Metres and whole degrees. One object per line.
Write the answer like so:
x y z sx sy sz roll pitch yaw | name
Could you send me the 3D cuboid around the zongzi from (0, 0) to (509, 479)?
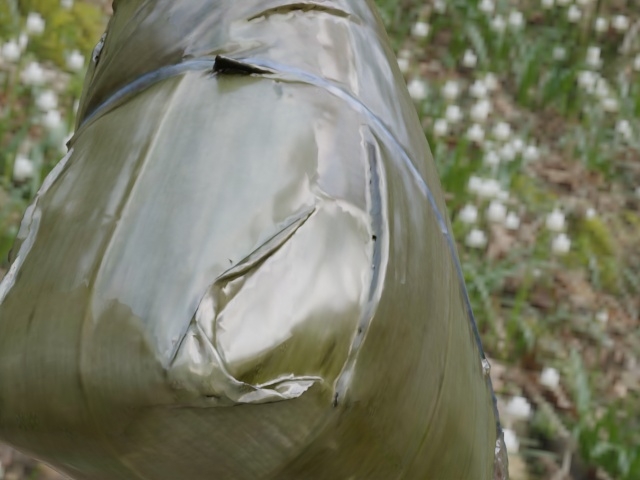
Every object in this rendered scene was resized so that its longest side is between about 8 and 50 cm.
0.000 0.000 0.787 0.174 0.393 0.356 -10 -39 21 | zongzi
